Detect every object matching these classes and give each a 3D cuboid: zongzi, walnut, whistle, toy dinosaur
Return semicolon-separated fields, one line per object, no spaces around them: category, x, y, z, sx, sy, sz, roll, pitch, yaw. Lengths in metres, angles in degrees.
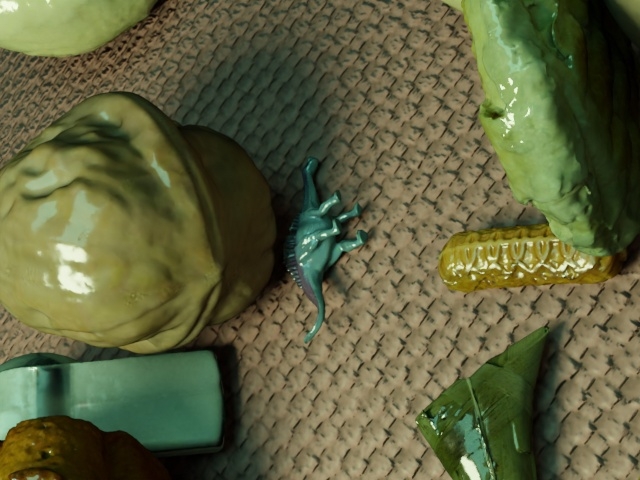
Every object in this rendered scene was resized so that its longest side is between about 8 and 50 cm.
zongzi;0.161;0.157;0.750;0.130;0.062;0.154;-36;61;4
walnut;-0.175;-0.012;0.916;0.273;0.273;0.227;16;84;38
whistle;-0.238;0.182;0.974;0.289;0.163;0.164;-4;65;-7
toy dinosaur;0.000;0.000;0.924;0.080;0.045;0.198;-27;51;39

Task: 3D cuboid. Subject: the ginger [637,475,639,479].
ginger;0.251;0.203;0.649;0.115;0.081;0.206;24;96;70

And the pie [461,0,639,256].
pie;0.173;-0.129;0.692;0.071;0.306;0.307;-12;66;26

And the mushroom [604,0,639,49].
mushroom;0.340;-0.198;0.562;0.362;0.362;0.295;-26;60;25

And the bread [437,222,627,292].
bread;0.168;0.013;0.801;0.157;0.044;0.052;-6;72;33

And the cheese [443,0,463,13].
cheese;0.180;-0.298;0.802;0.266;0.233;0.127;-31;47;19

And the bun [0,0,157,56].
bun;-0.309;-0.391;1.182;0.360;0.213;0.361;-1;79;6

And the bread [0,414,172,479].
bread;-0.224;0.258;0.850;0.232;0.247;0.135;-21;44;8
